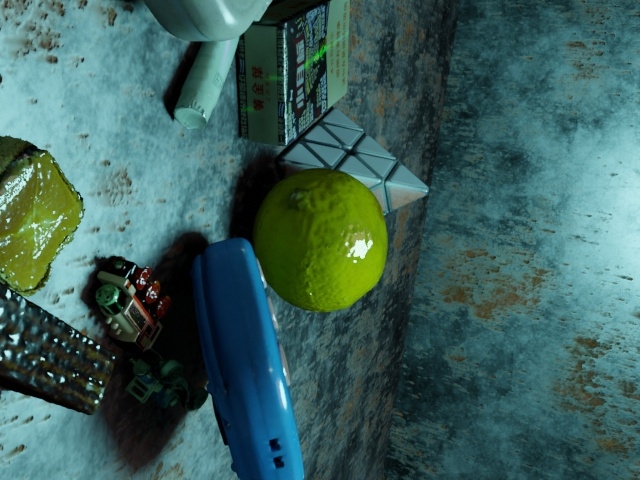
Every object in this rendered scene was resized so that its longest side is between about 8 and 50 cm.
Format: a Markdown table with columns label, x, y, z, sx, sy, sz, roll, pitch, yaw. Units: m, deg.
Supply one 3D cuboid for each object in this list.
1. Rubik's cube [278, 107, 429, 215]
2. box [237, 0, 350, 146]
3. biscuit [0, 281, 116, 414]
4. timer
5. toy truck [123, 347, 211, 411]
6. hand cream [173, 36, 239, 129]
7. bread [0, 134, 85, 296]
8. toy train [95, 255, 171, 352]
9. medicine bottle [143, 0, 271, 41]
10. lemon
| label | x | y | z | sx | sy | sz | roll | pitch | yaw |
| --- | --- | --- | --- | --- | --- | --- | --- | --- | --- |
| Rubik's cube | 0.035 | -0.125 | 1.490 | 0.233 | 0.229 | 0.228 | -36 | 104 | -12 |
| box | -0.037 | -0.308 | 1.252 | 0.310 | 0.084 | 0.198 | -52 | 148 | -55 |
| biscuit | -0.308 | 0.063 | 0.616 | 0.388 | 0.107 | 0.073 | 63 | 41 | -62 |
| timer | -0.108 | 0.184 | 1.082 | 0.340 | 0.115 | 0.309 | -110 | -171 | -46 |
| toy truck | -0.221 | 0.202 | 1.024 | 0.078 | 0.080 | 0.154 | -49 | 152 | -17 |
| hand cream | -0.148 | -0.247 | 1.015 | 0.078 | 0.049 | 0.205 | 70 | 32 | -58 |
| bread | -0.291 | -0.021 | 0.681 | 0.140 | 0.069 | 0.128 | 74 | 33 | -61 |
| toy train | -0.240 | 0.080 | 0.926 | 0.138 | 0.050 | 0.087 | 74 | 35 | -54 |
| medicine bottle | -0.108 | -0.425 | 0.851 | 0.375 | 0.123 | 0.282 | -63 | 145 | -30 |
| lemon | 0.001 | 0.000 | 1.295 | 0.267 | 0.267 | 0.267 | 11 | 90 | -72 |
